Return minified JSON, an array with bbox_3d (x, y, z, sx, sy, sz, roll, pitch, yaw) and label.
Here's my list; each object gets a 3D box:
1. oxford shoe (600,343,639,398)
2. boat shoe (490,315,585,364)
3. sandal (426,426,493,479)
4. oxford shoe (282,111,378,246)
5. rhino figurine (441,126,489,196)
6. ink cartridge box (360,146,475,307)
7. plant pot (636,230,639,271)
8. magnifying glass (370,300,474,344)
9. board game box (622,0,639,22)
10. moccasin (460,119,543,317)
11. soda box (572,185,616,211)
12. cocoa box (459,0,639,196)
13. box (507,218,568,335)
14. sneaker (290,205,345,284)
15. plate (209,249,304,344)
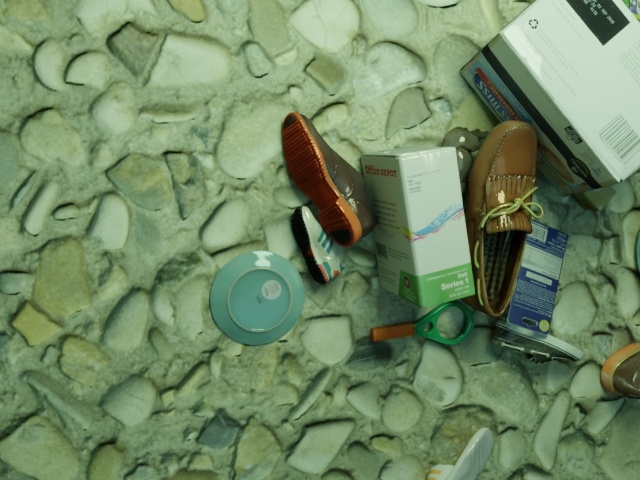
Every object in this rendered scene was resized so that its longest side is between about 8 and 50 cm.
[{"bbox_3d":[0.829,0.257,1.583,0.363,0.132,0.130,-33,105,-10],"label":"oxford shoe"},{"bbox_3d":[0.470,0.231,1.504,0.219,0.078,0.070,21,90,-11],"label":"boat shoe"},{"bbox_3d":[0.282,0.512,1.491,0.265,0.076,0.102,-47,124,-27],"label":"sandal"},{"bbox_3d":[0.017,-0.124,1.309,0.098,0.097,0.271,-30,95,-37],"label":"oxford shoe"},{"bbox_3d":[0.273,-0.114,1.393,0.106,0.073,0.243,12,96,-22],"label":"rhino figurine"},{"bbox_3d":[0.180,-0.036,1.306,0.117,0.201,0.278,-13,101,-15],"label":"ink cartridge box"},{"bbox_3d":[0.894,0.021,1.517,0.255,0.271,0.272,-4,99,-32],"label":"plant pot"},{"bbox_3d":[0.215,0.182,1.444,0.231,0.026,0.092,-7,100,-18],"label":"magnifying glass"},{"bbox_3d":[0.633,-0.461,1.467,0.208,0.056,0.347,-30,105,-7],"label":"board game box"},{"bbox_3d":[0.348,-0.039,1.324,0.139,0.147,0.380,7,104,-23],"label":"moccasin"},{"bbox_3d":[0.551,-0.145,1.480,0.181,0.058,0.061,45,84,-17],"label":"soda box"},{"bbox_3d":[0.484,-0.292,1.314,0.231,0.228,0.347,-40,92,-8],"label":"cocoa box"},{"bbox_3d":[0.450,0.077,1.459,0.136,0.036,0.225,19,79,-31],"label":"box"},{"bbox_3d":[0.000,0.000,1.342,0.075,0.057,0.161,-28,103,-30],"label":"sneaker"},{"bbox_3d":[-0.118,0.113,1.331,0.188,0.024,0.188,-2,98,-16],"label":"plate"}]
